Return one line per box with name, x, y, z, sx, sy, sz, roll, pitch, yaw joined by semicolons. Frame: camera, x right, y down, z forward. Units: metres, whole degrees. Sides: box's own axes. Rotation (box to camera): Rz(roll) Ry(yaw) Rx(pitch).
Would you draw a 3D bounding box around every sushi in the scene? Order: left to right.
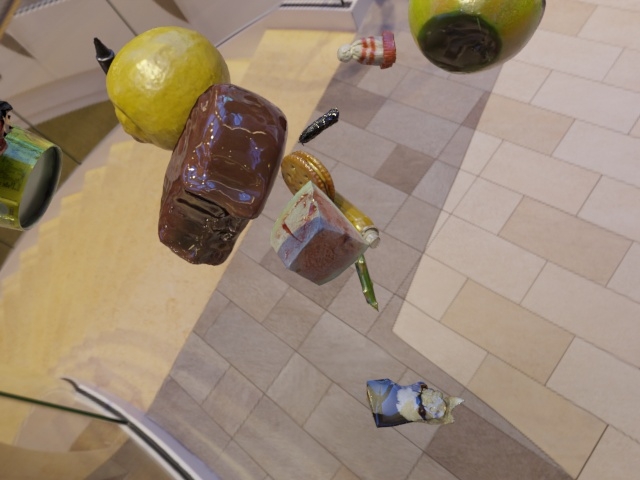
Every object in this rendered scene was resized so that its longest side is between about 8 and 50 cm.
sushi;0.265;0.472;1.450;0.273;0.109;0.134;-2;56;-5

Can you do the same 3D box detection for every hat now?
hat;0.128;-0.534;1.431;0.162;0.093;0.112;2;56;-1

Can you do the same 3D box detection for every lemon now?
lemon;-0.417;-0.423;1.424;0.348;0.348;0.348;-10;60;18

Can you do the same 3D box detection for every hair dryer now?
hair dryer;-0.594;-0.475;1.528;0.107;0.352;0.189;-26;59;-9

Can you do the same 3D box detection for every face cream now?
face cream;0.085;-0.078;1.721;0.105;0.105;0.348;-42;46;-3

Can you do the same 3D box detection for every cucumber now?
cucumber;-0.006;-0.385;1.711;0.181;0.053;0.053;-33;54;21

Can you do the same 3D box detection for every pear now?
pear;0.438;-0.629;1.492;0.398;0.399;0.165;5;58;25

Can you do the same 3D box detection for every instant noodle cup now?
instant noodle cup;-0.797;-0.164;1.247;0.221;0.311;0.311;21;67;-12

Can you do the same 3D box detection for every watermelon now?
watermelon;0.000;0.000;1.406;0.261;0.201;0.213;42;97;-10

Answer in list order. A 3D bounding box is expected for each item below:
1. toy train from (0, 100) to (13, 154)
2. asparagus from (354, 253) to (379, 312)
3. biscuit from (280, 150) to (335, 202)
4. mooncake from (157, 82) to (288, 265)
toy train;-0.721;-0.165;0.950;0.231;0.163;0.369;-9;38;9
asparagus;0.083;0.077;0.903;0.021;0.025;0.108;-18;85;19
biscuit;-0.043;-0.187;1.633;0.220;0.220;0.066;33;59;33
mooncake;-0.196;-0.116;0.945;0.334;0.174;0.326;-69;21;-2
